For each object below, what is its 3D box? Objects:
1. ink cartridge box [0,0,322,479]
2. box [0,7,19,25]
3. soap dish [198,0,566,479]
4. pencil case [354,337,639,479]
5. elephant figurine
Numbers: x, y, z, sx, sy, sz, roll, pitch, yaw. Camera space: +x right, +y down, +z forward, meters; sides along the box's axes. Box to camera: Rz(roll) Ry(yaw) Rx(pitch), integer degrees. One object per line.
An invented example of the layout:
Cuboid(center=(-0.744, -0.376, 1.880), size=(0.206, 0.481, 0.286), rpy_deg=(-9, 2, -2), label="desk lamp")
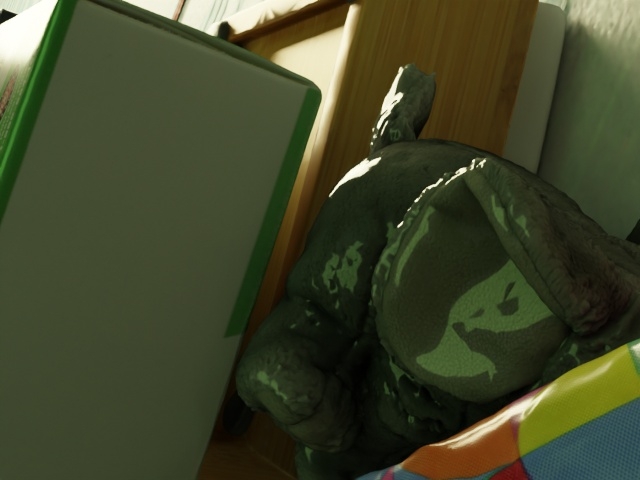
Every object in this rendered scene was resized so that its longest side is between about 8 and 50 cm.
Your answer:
Cuboid(center=(-0.124, 0.009, 0.828), size=(0.289, 0.121, 0.211), rpy_deg=(-171, 100, -72), label="ink cartridge box")
Cuboid(center=(-0.184, 0.000, 1.190), size=(0.103, 0.184, 0.261), rpy_deg=(-2, 72, 64), label="box")
Cuboid(center=(0.000, 0.000, 0.894), size=(0.229, 0.118, 0.291), rpy_deg=(-7, 65, 63), label="soap dish")
Cuboid(center=(0.119, 0.070, 0.527), size=(0.236, 0.104, 0.104), rpy_deg=(-27, 40, 12), label="pencil case")
Cuboid(center=(0.097, 0.040, 0.667), size=(0.169, 0.186, 0.239), rpy_deg=(-42, 22, -31), label="elephant figurine")
